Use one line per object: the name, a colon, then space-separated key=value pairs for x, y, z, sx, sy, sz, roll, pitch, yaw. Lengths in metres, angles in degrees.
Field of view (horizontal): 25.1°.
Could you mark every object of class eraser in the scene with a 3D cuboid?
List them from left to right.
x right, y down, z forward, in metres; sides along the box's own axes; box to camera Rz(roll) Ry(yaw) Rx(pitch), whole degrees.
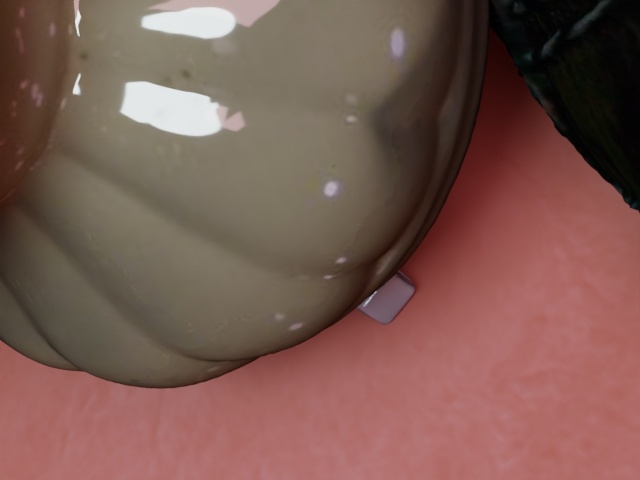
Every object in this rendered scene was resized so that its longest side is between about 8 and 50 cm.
eraser: x=0.000 y=0.000 z=0.673 sx=0.099 sy=0.019 sz=0.027 roll=40 pitch=101 yaw=16

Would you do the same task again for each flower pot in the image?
flower pot: x=-0.112 y=-0.088 z=0.539 sx=0.307 sy=0.244 sz=0.308 roll=8 pitch=102 yaw=40

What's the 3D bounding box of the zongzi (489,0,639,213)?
zongzi: x=0.157 y=-0.123 z=0.607 sx=0.383 sy=0.362 sz=0.319 roll=42 pitch=83 yaw=-23
